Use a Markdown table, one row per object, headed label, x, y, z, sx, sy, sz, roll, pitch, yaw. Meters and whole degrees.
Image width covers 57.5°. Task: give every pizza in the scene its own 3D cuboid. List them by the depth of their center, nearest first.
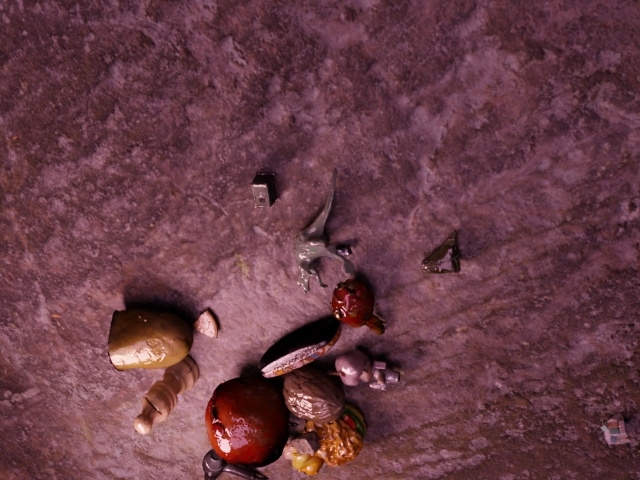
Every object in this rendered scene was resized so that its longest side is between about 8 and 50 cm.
| label | x | y | z | sx | sy | sz | roll | pitch | yaw |
| --- | --- | --- | --- | --- | --- | --- | --- | --- | --- |
| pizza | -0.377 | 0.268 | 1.937 | 0.100 | 0.029 | 0.099 | 19 | 116 | 4 |

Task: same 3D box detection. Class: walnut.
| label | x | y | z | sx | sy | sz | roll | pitch | yaw |
| --- | --- | --- | --- | --- | --- | --- | --- | --- | --- |
| walnut | -0.014 | 0.496 | 1.858 | 0.230 | 0.178 | 0.178 | 7 | 126 | 44 |

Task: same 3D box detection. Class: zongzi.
| label | x | y | z | sx | sy | sz | roll | pitch | yaw |
| --- | --- | --- | --- | --- | --- | --- | --- | --- | --- |
| zongzi | 0.314 | 0.032 | 1.556 | 0.109 | 0.055 | 0.119 | -3 | 107 | 22 |

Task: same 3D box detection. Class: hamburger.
| label | x | y | z | sx | sy | sz | roll | pitch | yaw |
| --- | --- | --- | --- | --- | --- | --- | --- | --- | --- |
| hamburger | 0.043 | 0.658 | 1.960 | 0.237 | 0.149 | 0.237 | 7 | 121 | 12 |

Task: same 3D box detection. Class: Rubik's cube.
| label | x | y | z | sx | sy | sz | roll | pitch | yaw |
| --- | --- | --- | --- | --- | --- | --- | --- | --- | --- |
| Rubik's cube | 0.846 | 0.536 | 1.667 | 0.084 | 0.075 | 0.073 | -30 | 124 | 15 |

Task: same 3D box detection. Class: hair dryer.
| label | x | y | z | sx | sy | sz | roll | pitch | yaw |
| --- | --- | --- | --- | --- | --- | --- | --- | --- | --- |
| hair dryer | -0.337 | 0.921 | 2.287 | 0.271 | 0.091 | 0.236 | 19 | 133 | 1 |

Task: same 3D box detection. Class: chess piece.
| label | x | y | z | sx | sy | sz | roll | pitch | yaw |
| --- | --- | --- | --- | --- | --- | --- | --- | --- | --- |
| chess piece | -0.528 | 0.530 | 1.970 | 0.124 | 0.307 | 0.139 | 30 | 124 | -1 |

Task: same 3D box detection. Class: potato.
| label | x | y | z | sx | sy | sz | roll | pitch | yaw |
| --- | --- | --- | --- | --- | --- | --- | --- | --- | --- |
| potato | -0.551 | 0.327 | 1.939 | 0.265 | 0.229 | 0.229 | -5 | 119 | 3 |

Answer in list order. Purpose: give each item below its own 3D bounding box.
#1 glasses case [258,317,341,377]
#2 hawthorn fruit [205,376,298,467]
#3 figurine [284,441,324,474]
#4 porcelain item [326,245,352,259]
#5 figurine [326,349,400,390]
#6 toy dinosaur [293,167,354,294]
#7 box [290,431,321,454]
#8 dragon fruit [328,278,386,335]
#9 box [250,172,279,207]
| label | x | y | z | sx | sy | sz | roll | pitch | yaw |
| --- | --- | --- | --- | --- | --- | --- | --- | --- | --- |
| glasses case | -0.067 | 0.335 | 1.815 | 0.321 | 0.122 | 0.082 | -30 | 106 | 30 |
| hawthorn fruit | -0.243 | 0.610 | 1.944 | 0.315 | 0.316 | 0.316 | 8 | 122 | 13 |
| figurine | -0.096 | 0.742 | 2.073 | 0.246 | 0.131 | 0.156 | 18 | 158 | 6 |
| porcelain item | 0.047 | 0.035 | 1.653 | 0.083 | 0.028 | 0.036 | -10 | 152 | 26 |
| figurine | 0.132 | 0.397 | 1.796 | 0.228 | 0.137 | 0.112 | 9 | 91 | 8 |
| toy dinosaur | 0.000 | 0.000 | 1.592 | 0.205 | 0.092 | 0.393 | 28 | 125 | 48 |
| box | -0.047 | 0.658 | 1.892 | 0.098 | 0.045 | 0.062 | -31 | 91 | 48 |
| dragon fruit | 0.118 | 0.205 | 1.689 | 0.125 | 0.125 | 0.246 | 2 | 147 | 51 |
| box | -0.155 | -0.136 | 1.597 | 0.060 | 0.063 | 0.085 | 4 | 120 | 16 |
